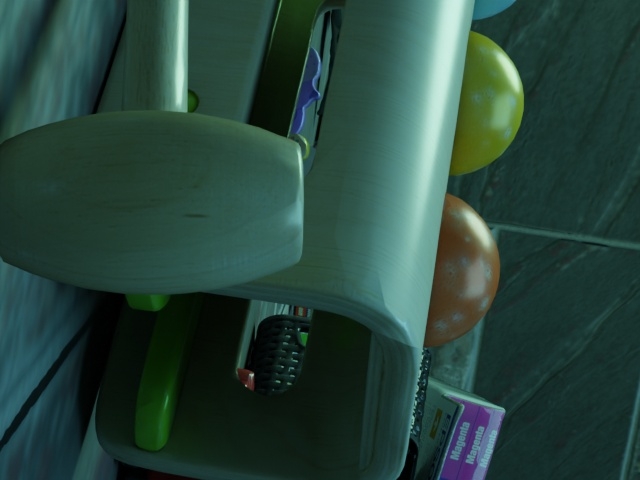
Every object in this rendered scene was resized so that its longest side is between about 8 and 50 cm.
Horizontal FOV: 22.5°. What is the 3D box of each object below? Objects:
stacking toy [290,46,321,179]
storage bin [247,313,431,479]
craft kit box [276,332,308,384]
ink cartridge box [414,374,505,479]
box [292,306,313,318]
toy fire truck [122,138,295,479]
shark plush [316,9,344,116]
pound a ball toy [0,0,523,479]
[{"bbox_3d":[-0.012,-0.114,0.802,0.167,0.052,0.221,-31,129,-85],"label":"stacking toy"},{"bbox_3d":[0.007,0.145,1.123,0.180,0.122,0.084,94,6,-49],"label":"storage bin"},{"bbox_3d":[-0.026,0.221,1.356,0.246,0.061,0.249,-45,143,-79],"label":"craft kit box"},{"bbox_3d":[0.060,0.273,1.295,0.330,0.071,0.324,-167,-85,-82],"label":"ink cartridge box"},{"bbox_3d":[0.000,0.000,1.411,0.137,0.027,0.094,-72,167,-68],"label":"box"},{"bbox_3d":[-0.049,0.063,0.687,0.135,0.047,0.192,-78,176,-54],"label":"toy fire truck"},{"bbox_3d":[0.031,-0.178,1.309,0.067,0.073,0.161,-137,-136,-57],"label":"shark plush"},{"bbox_3d":[0.004,-0.062,0.539,0.208,0.136,0.319,94,5,-52],"label":"pound a ball toy"}]
